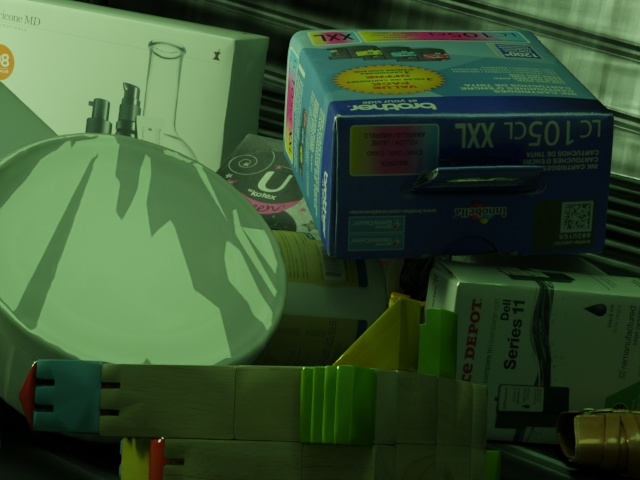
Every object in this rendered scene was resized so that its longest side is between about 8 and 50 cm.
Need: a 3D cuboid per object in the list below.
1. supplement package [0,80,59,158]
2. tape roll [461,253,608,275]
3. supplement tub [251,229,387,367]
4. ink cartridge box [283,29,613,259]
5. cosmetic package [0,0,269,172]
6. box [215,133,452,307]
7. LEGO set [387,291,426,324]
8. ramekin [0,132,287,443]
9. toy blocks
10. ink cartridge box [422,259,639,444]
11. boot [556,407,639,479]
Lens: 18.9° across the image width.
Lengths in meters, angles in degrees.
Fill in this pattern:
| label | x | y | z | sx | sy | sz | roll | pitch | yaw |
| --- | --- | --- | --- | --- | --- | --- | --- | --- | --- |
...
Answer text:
| label | x | y | z | sx | sy | sz | roll | pitch | yaw |
| --- | --- | --- | --- | --- | --- | --- | --- | --- | --- |
| supplement package | -0.404 | -0.083 | 2.066 | 0.262 | 0.145 | 0.204 | 43 | 24 | 19 |
| tape roll | 0.240 | 0.070 | 1.947 | 0.219 | 0.072 | 0.219 | 32 | -8 | 5 |
| supplement tub | -0.051 | 0.060 | 1.846 | 0.200 | 0.144 | 0.144 | 5 | 11 | -20 |
| ink cartridge box | 0.122 | -0.092 | 1.887 | 0.270 | 0.151 | 0.395 | -2 | 21 | -8 |
| cosmetic package | -0.263 | -0.143 | 2.389 | 0.377 | 0.284 | 0.097 | 12 | 11 | 24 |
| box | 0.000 | 0.000 | 2.081 | 0.247 | 0.142 | 0.163 | 12 | 39 | 21 |
| LEGO set | 0.103 | 0.101 | 1.910 | 0.227 | 0.087 | 0.093 | 12 | 11 | 26 |
| ramekin | -0.174 | 0.047 | 1.602 | 0.273 | 0.127 | 0.273 | 13 | 45 | -13 |
| toy blocks | -0.042 | 0.141 | 1.373 | 0.261 | 0.190 | 0.381 | 0 | -6 | 19 |
| ink cartridge box | 0.201 | 0.106 | 1.782 | 0.208 | 0.153 | 0.087 | 5 | 11 | -12 |
| boot | 0.294 | 0.185 | 1.665 | 0.152 | 0.073 | 0.197 | 8 | -2 | -9 |
